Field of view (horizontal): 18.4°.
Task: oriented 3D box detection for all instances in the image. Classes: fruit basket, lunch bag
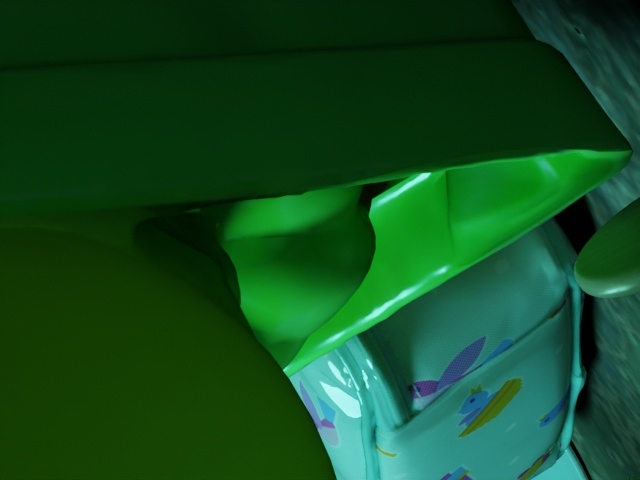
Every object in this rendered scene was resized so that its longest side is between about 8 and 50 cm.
[{"bbox_3d":[-0.109,0.046,0.458,0.392,0.392,0.283,55,145,0],"label":"fruit basket"},{"bbox_3d":[0.000,0.000,0.787,0.224,0.108,0.279,51,169,22],"label":"lunch bag"}]

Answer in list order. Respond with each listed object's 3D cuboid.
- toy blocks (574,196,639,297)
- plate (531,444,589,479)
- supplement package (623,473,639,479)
[{"bbox_3d":[0.133,0.057,0.473,0.148,0.054,0.123,56,171,-13],"label":"toy blocks"},{"bbox_3d":[0.071,0.073,0.976,0.188,0.024,0.188,52,170,12],"label":"plate"},{"bbox_3d":[0.075,0.230,0.593,0.175,0.178,0.293,50,133,29],"label":"supplement package"}]
